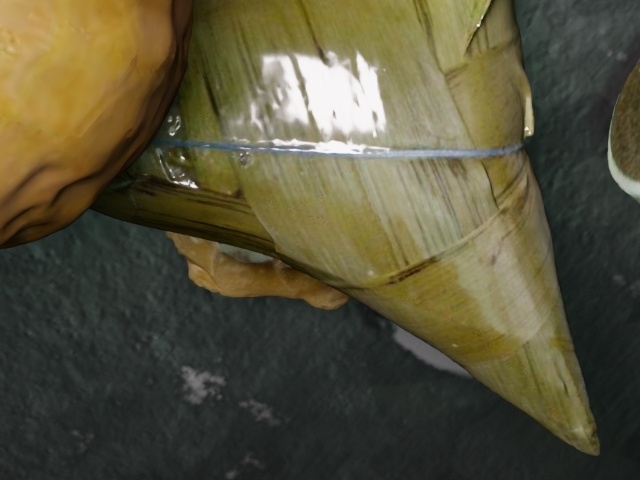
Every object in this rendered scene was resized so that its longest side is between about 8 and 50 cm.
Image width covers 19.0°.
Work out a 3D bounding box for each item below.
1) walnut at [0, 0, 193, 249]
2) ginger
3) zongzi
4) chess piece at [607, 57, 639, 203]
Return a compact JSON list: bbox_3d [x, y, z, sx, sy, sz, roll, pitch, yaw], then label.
[{"bbox_3d":[-0.243,-0.145,1.025,0.354,0.398,0.308,23,81,-12],"label":"walnut"},{"bbox_3d":[-0.016,-0.003,1.337,0.190,0.069,0.095,0,121,-7],"label":"ginger"},{"bbox_3d":[0.000,0.000,1.241,0.323,0.160,0.360,-15,92,6],"label":"zongzi"},{"bbox_3d":[0.342,-0.048,1.339,0.271,0.139,0.139,20,112,-28],"label":"chess piece"}]
